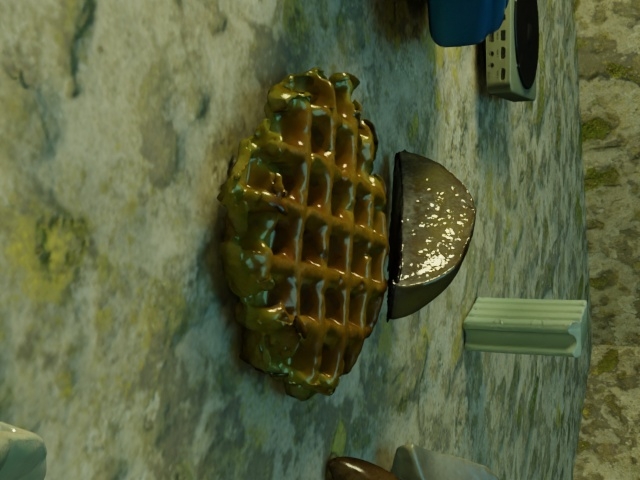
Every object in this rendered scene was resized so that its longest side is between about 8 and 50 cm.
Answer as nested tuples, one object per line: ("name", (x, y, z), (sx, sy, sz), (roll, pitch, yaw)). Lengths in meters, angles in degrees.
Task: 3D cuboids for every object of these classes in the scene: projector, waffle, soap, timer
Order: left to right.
("waffle", (0.000, 0.000, 0.786), (0.302, 0.068, 0.324), (-61, 143, -46))
("timer", (0.178, -0.423, 1.039), (0.309, 0.115, 0.340), (-65, 150, -71))
("projector", (0.356, -0.399, 1.543), (0.259, 0.079, 0.257), (-12, 101, -65))
("soap", (0.362, 0.150, 1.438), (0.119, 0.198, 0.066), (-41, 127, -59))

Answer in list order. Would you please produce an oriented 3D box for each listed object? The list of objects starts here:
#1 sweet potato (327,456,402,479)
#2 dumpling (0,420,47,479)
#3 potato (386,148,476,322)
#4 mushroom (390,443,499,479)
("sweet potato", (0.138, 0.351, 0.941), (0.341, 0.092, 0.114), (30, 44, -26))
("dumpling", (-0.208, 0.112, 0.295), (0.151, 0.124, 0.229), (-49, 143, 0))
("potato", (0.133, 0.011, 0.980), (0.261, 0.100, 0.120), (-83, 175, -48))
("mushroom", (0.124, 0.469, 1.018), (0.177, 0.126, 0.397), (27, 63, -35))
